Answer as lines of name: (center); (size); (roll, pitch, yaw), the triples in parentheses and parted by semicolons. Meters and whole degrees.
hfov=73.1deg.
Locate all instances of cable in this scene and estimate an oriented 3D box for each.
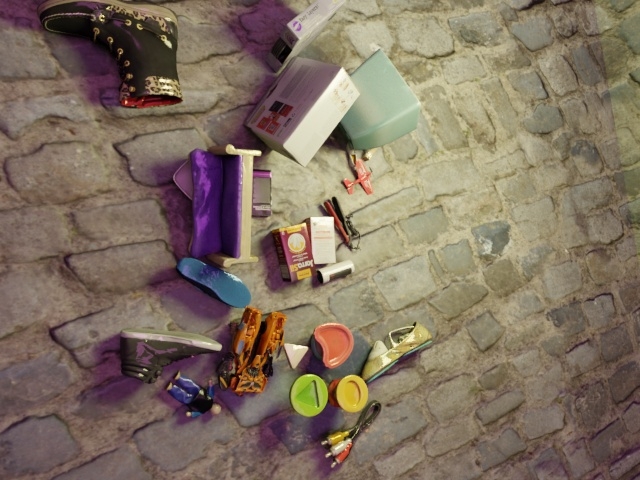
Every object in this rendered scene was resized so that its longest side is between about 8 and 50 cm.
cable: (0.130, 0.707, 1.565); (0.287, 0.072, 0.139); (-25, 103, -25)

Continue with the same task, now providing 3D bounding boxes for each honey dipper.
honey dipper: (-0.287, 0.347, 1.418); (0.030, 0.030, 0.160); (6, 87, -25)

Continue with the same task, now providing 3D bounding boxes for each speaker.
speaker: (0.054, 0.114, 1.578); (0.136, 0.055, 0.055); (-16, 94, -25)

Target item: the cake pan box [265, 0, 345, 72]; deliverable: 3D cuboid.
cake pan box: (-0.057, -0.714, 1.476); (0.070, 0.246, 0.267); (45, 71, -12)

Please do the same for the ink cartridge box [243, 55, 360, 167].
ink cartridge box: (-0.071, -0.441, 1.446); (0.309, 0.272, 0.130); (-53, 138, -1)

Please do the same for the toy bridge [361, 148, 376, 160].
toy bridge: (0.224, -0.396, 1.686); (0.026, 0.063, 0.188); (35, 74, -19)

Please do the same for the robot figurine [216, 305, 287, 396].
robot figurine: (-0.215, 0.367, 1.395); (0.211, 0.085, 0.291); (18, 86, -38)

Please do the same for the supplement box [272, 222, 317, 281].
supplement box: (-0.090, 0.042, 1.500); (0.104, 0.081, 0.188); (-14, 93, -25)

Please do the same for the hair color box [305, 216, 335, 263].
hair color box: (0.000, 0.000, 1.561); (0.093, 0.053, 0.167); (-1, 89, -24)

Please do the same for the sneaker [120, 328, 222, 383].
sneaker: (-0.455, 0.354, 1.302); (0.296, 0.104, 0.146); (10, 84, -18)

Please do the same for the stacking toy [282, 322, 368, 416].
stacking toy: (-0.006, 0.452, 1.498); (0.280, 0.130, 0.309); (-7, 78, -26)

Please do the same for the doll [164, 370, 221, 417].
doll: (-0.387, 0.487, 1.351); (0.189, 0.046, 0.129); (43, 71, -16)

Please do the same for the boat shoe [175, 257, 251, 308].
boat shoe: (-0.337, 0.129, 1.379); (0.258, 0.089, 0.109); (40, 63, -18)

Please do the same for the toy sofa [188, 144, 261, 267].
toy sofa: (-0.296, -0.107, 1.327); (0.177, 0.150, 0.362); (-3, 100, -36)

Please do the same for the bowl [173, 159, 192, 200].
bowl: (-0.387, -0.193, 1.391); (0.142, 0.053, 0.142); (47, 69, -15)

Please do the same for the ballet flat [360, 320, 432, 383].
ballet flat: (0.269, 0.413, 1.638); (0.349, 0.123, 0.123); (-25, 97, -24)

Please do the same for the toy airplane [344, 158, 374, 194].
toy airplane: (0.149, -0.229, 1.657); (0.151, 0.028, 0.151); (-7, 102, -34)

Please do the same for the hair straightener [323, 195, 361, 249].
hair straightener: (0.102, -0.066, 1.615); (0.089, 0.047, 0.230); (-36, 102, -22)

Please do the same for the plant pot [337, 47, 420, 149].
plant pot: (0.181, -0.466, 1.552); (0.252, 0.248, 0.247); (-34, 80, 5)

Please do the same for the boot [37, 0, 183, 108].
boot: (-0.597, -0.548, 1.276); (0.377, 0.138, 0.284); (-10, 91, -31)

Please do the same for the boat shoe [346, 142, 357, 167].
boat shoe: (0.124, -0.331, 1.649); (0.035, 0.035, 0.100); (-4, 89, -25)

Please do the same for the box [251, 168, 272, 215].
box: (-0.226, -0.163, 1.479); (0.116, 0.029, 0.162); (0, 85, -24)
